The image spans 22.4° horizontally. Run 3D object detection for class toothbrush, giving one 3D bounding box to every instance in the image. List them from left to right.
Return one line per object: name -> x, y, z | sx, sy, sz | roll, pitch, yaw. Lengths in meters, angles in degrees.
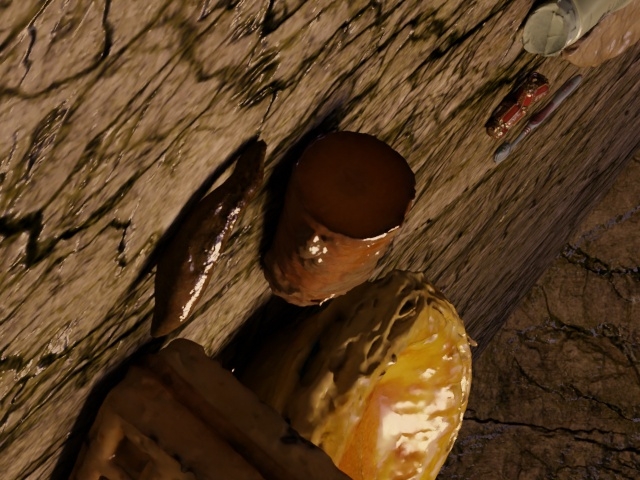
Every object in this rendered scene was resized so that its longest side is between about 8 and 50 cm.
toothbrush -> 0.272, -0.155, 2.006 | 0.193, 0.013, 0.019 | -43, 158, -31

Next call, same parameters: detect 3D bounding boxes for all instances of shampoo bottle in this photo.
shampoo bottle -> 0.269, -0.239, 1.627 | 0.212, 0.049, 0.072 | -37, 167, -49

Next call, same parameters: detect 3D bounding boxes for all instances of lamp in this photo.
lamp -> 0.214, -0.146, 1.773 | 0.083, 0.031, 0.063 | -52, 168, 25

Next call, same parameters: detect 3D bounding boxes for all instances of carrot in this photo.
carrot -> 0.000, 0.000, 1.293 | 0.102, 0.102, 0.263 | -45, 175, -23

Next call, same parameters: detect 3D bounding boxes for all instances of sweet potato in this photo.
sweet potato -> -0.079, -0.001, 1.080 | 0.153, 0.038, 0.041 | -60, -170, 6

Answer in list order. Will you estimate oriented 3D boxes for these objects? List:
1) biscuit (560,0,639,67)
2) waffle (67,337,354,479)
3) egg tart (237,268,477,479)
biscuit -> 0.361, -0.281, 1.823 | 0.250, 0.032, 0.133 | -51, 153, -3
waffle -> -0.100, 0.278, 1.317 | 0.114, 0.261, 0.376 | -46, 170, -46
egg tart -> 0.016, 0.202, 1.586 | 0.388, 0.169, 0.388 | -38, 134, -52
